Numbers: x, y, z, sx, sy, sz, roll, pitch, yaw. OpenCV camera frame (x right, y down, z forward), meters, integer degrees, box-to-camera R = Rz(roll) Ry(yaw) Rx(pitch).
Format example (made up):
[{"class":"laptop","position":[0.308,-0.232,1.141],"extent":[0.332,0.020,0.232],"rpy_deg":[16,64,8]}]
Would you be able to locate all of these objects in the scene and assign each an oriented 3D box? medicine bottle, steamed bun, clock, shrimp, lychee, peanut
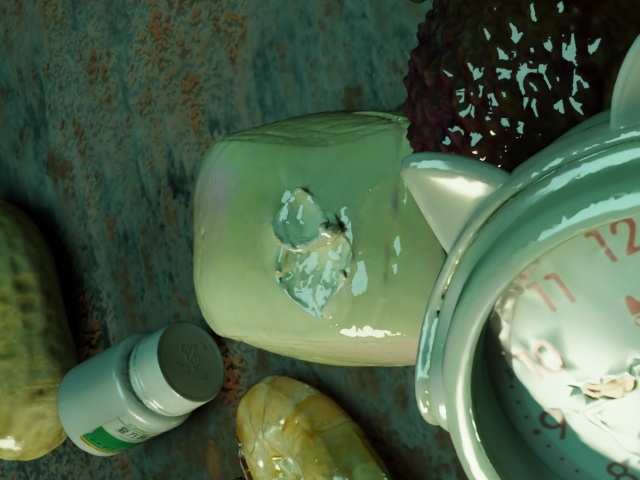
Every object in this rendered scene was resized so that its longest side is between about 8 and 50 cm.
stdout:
[{"class":"medicine bottle","position":[-0.140,0.115,1.030],"extent":[0.130,0.080,0.080],"rpy_deg":[-28,75,40]},{"class":"steamed bun","position":[0.000,0.000,0.846],"extent":[0.239,0.153,0.170],"rpy_deg":[-1,92,40]},{"class":"clock","position":[0.184,0.052,0.604],"extent":[0.265,0.108,0.324],"rpy_deg":[-26,111,32]},{"class":"shrimp","position":[0.008,0.192,0.921],"extent":[0.236,0.053,0.133],"rpy_deg":[43,118,35]},{"class":"lychee","position":[0.129,-0.090,0.710],"extent":[0.188,0.188,0.188],"rpy_deg":[4,96,42]},{"class":"peanut","position":[-0.282,0.067,1.129],"extent":[0.137,0.122,0.253],"rpy_deg":[-26,74,49]}]

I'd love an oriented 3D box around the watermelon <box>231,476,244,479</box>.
[{"class":"watermelon","position":[-0.117,0.264,1.025],"extent":[0.181,0.092,0.075],"rpy_deg":[-42,80,34]}]

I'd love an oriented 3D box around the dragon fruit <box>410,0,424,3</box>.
[{"class":"dragon fruit","position":[0.024,-0.248,0.784],"extent":[0.147,0.211,0.282],"rpy_deg":[-54,33,24]}]
